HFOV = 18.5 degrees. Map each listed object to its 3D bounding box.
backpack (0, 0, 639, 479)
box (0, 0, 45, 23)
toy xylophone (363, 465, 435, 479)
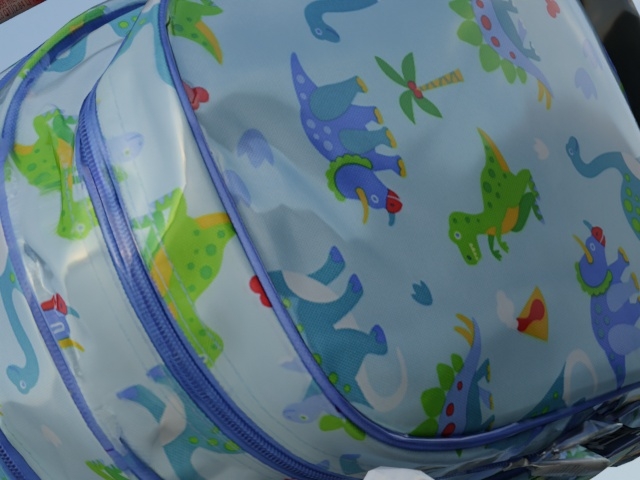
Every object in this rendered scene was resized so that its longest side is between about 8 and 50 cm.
[{"bbox_3d":[0.000,0.000,0.782,0.355,0.290,0.273,-17,-4,-31],"label":"backpack"},{"bbox_3d":[-0.136,-0.233,1.102,0.257,0.123,0.128,-26,-57,2],"label":"box"},{"bbox_3d":[0.141,0.127,0.236,0.322,0.236,0.081,-7,-36,18],"label":"toy xylophone"}]
